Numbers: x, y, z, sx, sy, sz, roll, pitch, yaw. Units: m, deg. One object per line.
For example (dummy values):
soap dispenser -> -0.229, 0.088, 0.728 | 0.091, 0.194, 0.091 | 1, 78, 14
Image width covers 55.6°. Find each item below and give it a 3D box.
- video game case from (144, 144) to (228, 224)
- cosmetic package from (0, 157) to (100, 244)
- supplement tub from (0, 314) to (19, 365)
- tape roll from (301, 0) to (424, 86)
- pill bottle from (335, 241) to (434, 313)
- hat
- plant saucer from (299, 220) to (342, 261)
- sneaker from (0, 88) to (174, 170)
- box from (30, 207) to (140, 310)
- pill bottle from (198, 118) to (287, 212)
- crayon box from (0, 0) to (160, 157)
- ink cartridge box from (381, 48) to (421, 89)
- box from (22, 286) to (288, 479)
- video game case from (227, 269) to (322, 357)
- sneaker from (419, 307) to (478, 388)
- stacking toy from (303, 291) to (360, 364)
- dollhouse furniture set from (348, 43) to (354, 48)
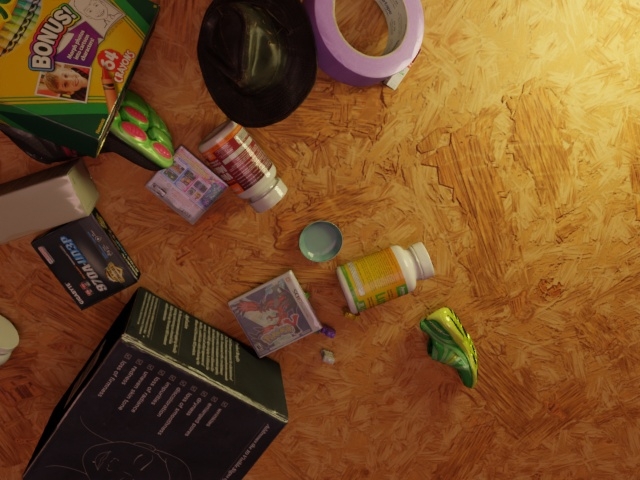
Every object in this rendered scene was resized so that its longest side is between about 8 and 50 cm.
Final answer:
video game case -> -0.338, -0.139, 1.540 | 0.157, 0.019, 0.143 | 41, 100, -19
cosmetic package -> -0.702, -0.082, 1.433 | 0.309, 0.160, 0.113 | -17, 114, -1
supplement tub -> -0.892, 0.291, 1.554 | 0.200, 0.144, 0.144 | -41, 111, 7
tape roll -> 0.095, -0.495, 1.372 | 0.275, 0.090, 0.274 | 0, 89, -24
pill bottle -> 0.175, 0.094, 1.642 | 0.246, 0.136, 0.136 | -21, 112, 0
hat -> -0.167, -0.414, 1.317 | 0.331, 0.134, 0.331 | 3, 99, 23
plant saucer -> 0.000, 0.000, 1.642 | 0.119, 0.021, 0.119 | -3, 111, -8
sneaker -> -0.571, -0.270, 1.396 | 0.483, 0.185, 0.202 | 21, 128, -15
box -> -0.596, 0.048, 1.555 | 0.175, 0.051, 0.220 | -27, 113, 2
pill bottle -> -0.187, -0.180, 1.491 | 0.121, 0.121, 0.221 | -36, 111, 6
crayon box -> -0.548, -0.396, 1.255 | 0.313, 0.106, 0.363 | 22, 66, -16
ink cartridge box -> 0.195, -0.427, 1.485 | 0.029, 0.063, 0.115 | 29, 104, -20
box -> -0.417, 0.467, 1.611 | 0.472, 0.297, 0.480 | 34, 102, -17
video game case -> -0.124, 0.203, 1.665 | 0.201, 0.023, 0.183 | -27, 98, 11
sneaker -> 0.383, 0.319, 1.793 | 0.123, 0.109, 0.295 | -20, 116, 24
stacking toy -> -0.019, 0.240, 1.720 | 0.221, 0.052, 0.167 | 23, 104, -14
dollhouse furniture set -> 0.021, -0.438, 1.444 | 0.114, 0.081, 0.091 | 20, 106, -15
